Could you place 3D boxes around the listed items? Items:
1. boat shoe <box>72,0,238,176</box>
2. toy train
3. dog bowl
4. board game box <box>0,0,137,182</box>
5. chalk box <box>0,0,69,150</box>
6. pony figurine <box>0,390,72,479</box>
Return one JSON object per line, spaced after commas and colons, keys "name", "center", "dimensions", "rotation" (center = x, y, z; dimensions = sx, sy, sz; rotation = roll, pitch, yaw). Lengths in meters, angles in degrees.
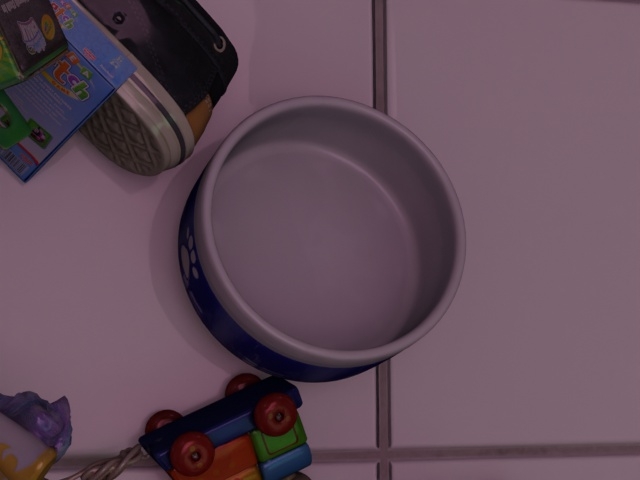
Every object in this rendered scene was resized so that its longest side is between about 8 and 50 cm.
{"name": "boat shoe", "center": [-0.267, -0.285, 1.329], "dimensions": [0.500, 0.187, 0.156], "rotation": [48, 63, -12]}
{"name": "toy train", "center": [-0.121, 0.237, 1.368], "dimensions": [0.248, 0.105, 0.143], "rotation": [-24, 105, -18]}
{"name": "dog bowl", "center": [0.000, 0.000, 1.389], "dimensions": [0.265, 0.104, 0.264], "rotation": [7, 69, -18]}
{"name": "board game box", "center": [-0.273, -0.157, 1.294], "dimensions": [0.160, 0.211, 0.039], "rotation": [46, 52, -9]}
{"name": "chalk box", "center": [-0.295, -0.171, 1.145], "dimensions": [0.132, 0.132, 0.213], "rotation": [-17, 105, 13]}
{"name": "pony figurine", "center": [-0.387, 0.116, 1.203], "dimensions": [0.363, 0.303, 0.351], "rotation": [36, 103, 6]}
